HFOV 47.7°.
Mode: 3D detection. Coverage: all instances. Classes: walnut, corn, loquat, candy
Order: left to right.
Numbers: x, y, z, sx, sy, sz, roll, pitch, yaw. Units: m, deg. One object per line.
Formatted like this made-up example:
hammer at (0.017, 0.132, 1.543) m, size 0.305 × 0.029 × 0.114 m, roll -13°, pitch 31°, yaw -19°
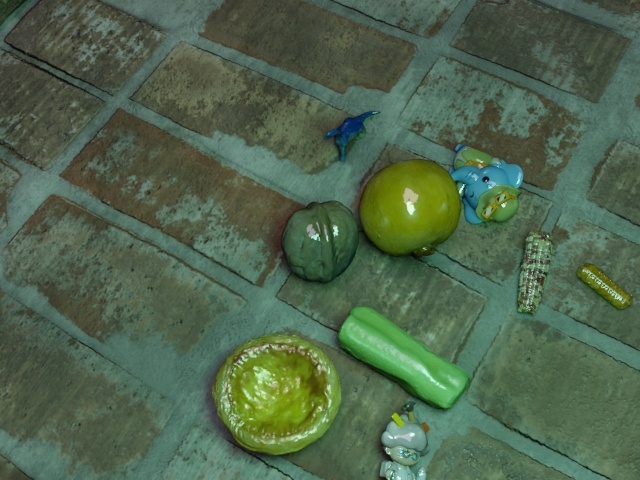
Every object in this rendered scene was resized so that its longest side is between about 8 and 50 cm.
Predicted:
walnut at (0.000, 0.000, 1.908) m, size 0.224 × 0.224 × 0.224 m, roll -2°, pitch 63°, yaw 3°
candy at (0.202, 0.287, 1.795) m, size 0.343 × 0.142 × 0.132 m, roll 31°, pitch 57°, yaw 17°
loquat at (0.238, -0.078, 1.906) m, size 0.274 × 0.275 × 0.275 m, roll -2°, pitch 63°, yaw 3°
corn at (0.561, 0.083, 1.909) m, size 0.079 × 0.079 × 0.237 m, roll 14°, pitch 70°, yaw 11°

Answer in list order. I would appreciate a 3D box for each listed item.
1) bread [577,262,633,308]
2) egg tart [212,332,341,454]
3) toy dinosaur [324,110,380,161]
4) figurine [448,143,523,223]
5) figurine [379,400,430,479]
bread at (0.741, 0.119, 1.889) m, size 0.052 × 0.044 × 0.157 m, roll -40°, pitch 67°, yaw -18°
egg tart at (-0.106, 0.380, 1.779) m, size 0.318 × 0.128 × 0.319 m, roll -1°, pitch 61°, yaw 2°
toy dinosaur at (0.090, -0.335, 2.088) m, size 0.075 × 0.188 × 0.248 m, roll 40°, pitch 71°, yaw 13°
figurine at (0.442, -0.154, 2.008) m, size 0.180 × 0.154 × 0.262 m, roll -42°, pitch 50°, yaw -6°
figurine at (0.198, 0.499, 1.709) m, size 0.137 × 0.112 × 0.229 m, roll 17°, pitch 70°, yaw -18°
